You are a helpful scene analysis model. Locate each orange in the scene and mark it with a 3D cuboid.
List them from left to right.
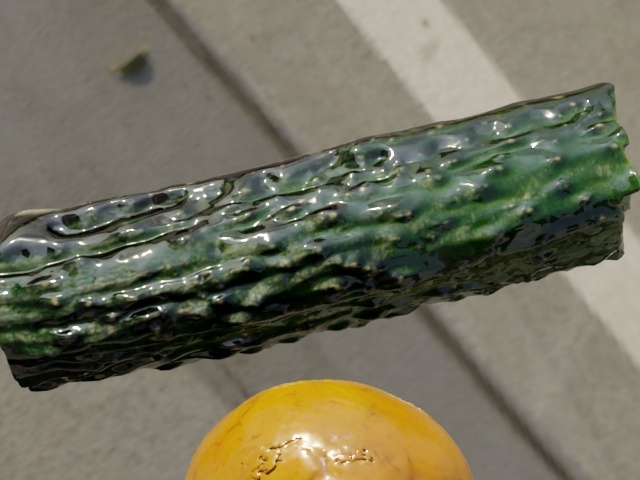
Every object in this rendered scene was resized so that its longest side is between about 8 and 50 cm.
[{"bbox_3d":[0.004,0.077,0.474,0.083,0.083,0.070,55,16,-3],"label":"orange"}]

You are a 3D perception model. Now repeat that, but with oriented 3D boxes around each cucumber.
[{"bbox_3d":[0.000,-0.001,0.503,0.187,0.058,0.058,-14,75,-7],"label":"cucumber"}]
